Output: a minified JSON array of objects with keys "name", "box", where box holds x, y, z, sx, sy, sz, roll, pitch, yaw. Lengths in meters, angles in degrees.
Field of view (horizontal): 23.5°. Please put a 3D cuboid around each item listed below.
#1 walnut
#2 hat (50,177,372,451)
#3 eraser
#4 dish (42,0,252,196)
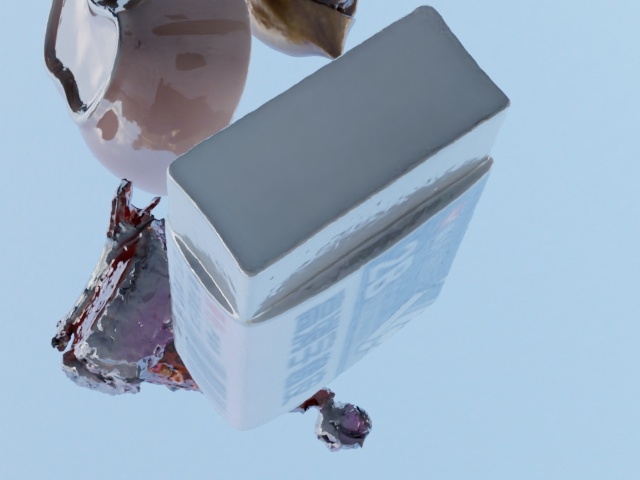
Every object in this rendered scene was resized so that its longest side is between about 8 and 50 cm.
[{"name":"walnut","box":[-0.034,-0.231,1.282,0.115,0.116,0.207,-20,-112,-23]},{"name":"hat","box":[-0.061,0.068,1.013,0.227,0.129,0.140,28,-78,-10]},{"name":"eraser","box":[0.000,0.000,0.636,0.124,0.210,0.068,-32,-105,-15]},{"name":"dish","box":[-0.141,-0.144,1.131,0.090,0.213,0.213,4,-107,-33]}]
